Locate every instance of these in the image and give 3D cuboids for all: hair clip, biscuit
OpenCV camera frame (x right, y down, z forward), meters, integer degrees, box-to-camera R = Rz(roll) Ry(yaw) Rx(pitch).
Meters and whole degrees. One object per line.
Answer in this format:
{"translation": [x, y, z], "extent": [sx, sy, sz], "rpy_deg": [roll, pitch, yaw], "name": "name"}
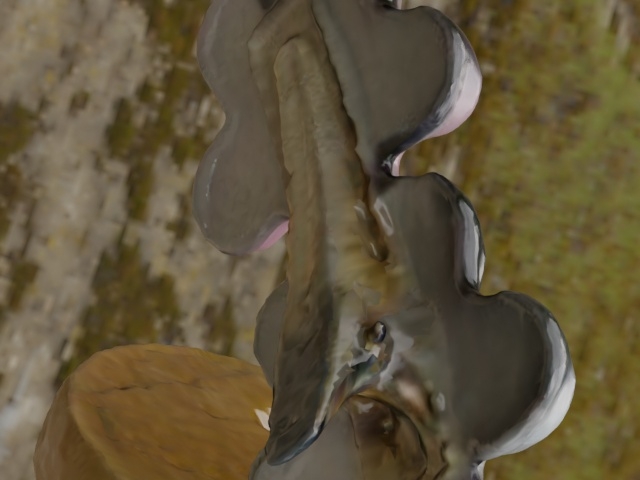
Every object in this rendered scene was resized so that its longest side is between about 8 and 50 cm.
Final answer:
{"translation": [0.006, 0.001, 0.627], "extent": [0.075, 0.146, 0.257], "rpy_deg": [15, 49, -30], "name": "hair clip"}
{"translation": [0.032, 0.151, 0.719], "extent": [0.275, 0.355, 0.052], "rpy_deg": [2, 118, -56], "name": "biscuit"}
